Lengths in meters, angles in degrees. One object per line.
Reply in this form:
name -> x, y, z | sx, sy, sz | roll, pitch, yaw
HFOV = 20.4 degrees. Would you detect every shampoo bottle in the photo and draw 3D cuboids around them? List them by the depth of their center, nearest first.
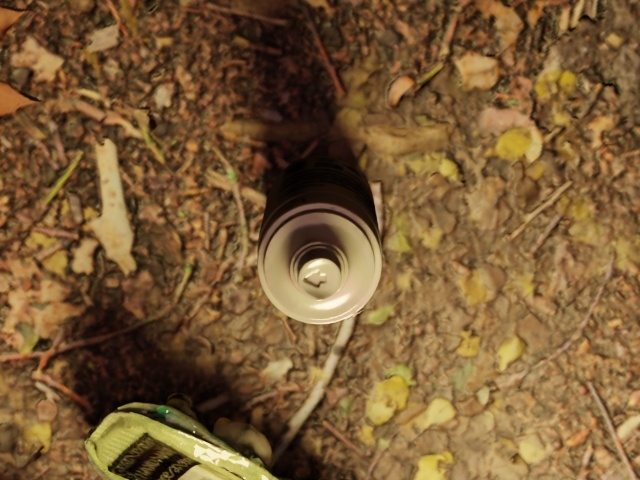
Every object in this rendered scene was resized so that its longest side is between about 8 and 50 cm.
shampoo bottle -> 0.000, 0.000, 1.313 | 0.092, 0.303, 0.092 | 0, 101, 0

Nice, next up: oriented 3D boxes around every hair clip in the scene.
hair clip -> -0.038, 0.226, 1.462 | 0.321, 0.138, 0.091 | 40, 54, -5
